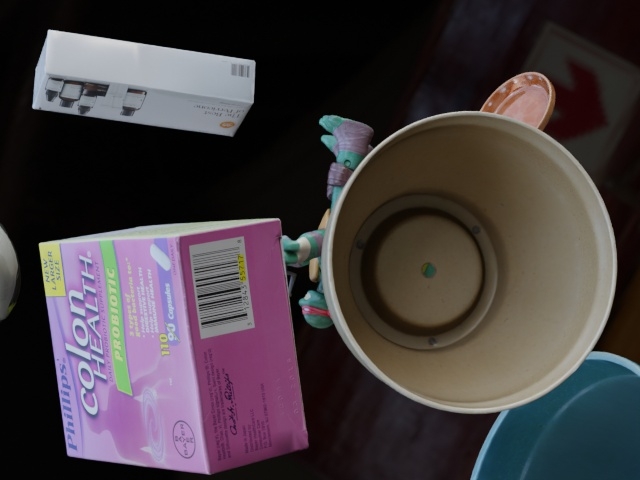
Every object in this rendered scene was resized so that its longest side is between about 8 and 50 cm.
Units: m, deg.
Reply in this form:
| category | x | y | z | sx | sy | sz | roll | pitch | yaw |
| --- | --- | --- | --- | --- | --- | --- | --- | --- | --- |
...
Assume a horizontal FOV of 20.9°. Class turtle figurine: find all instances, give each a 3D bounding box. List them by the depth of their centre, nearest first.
| category | x | y | z | sx | sy | sz | roll | pitch | yaw |
| --- | --- | --- | --- | --- | --- | --- | --- | --- | --- |
| turtle figurine | 0.000 | 0.000 | 1.755 | 0.175 | 0.118 | 0.234 | 151 | 136 | -72 |

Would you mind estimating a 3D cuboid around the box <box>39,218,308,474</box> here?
| category | x | y | z | sx | sy | sz | roll | pitch | yaw |
| --- | --- | --- | --- | --- | --- | --- | --- | --- | --- |
| box | -0.141 | 0.094 | 1.620 | 0.117 | 0.243 | 0.213 | -10 | -85 | -38 |

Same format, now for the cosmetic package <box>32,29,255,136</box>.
| category | x | y | z | sx | sy | sz | roll | pitch | yaw |
| --- | --- | --- | --- | --- | --- | --- | --- | --- | --- |
| cosmetic package | -0.202 | -0.176 | 1.985 | 0.099 | 0.239 | 0.060 | 131 | 143 | -65 |

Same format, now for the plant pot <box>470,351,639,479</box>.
| category | x | y | z | sx | sy | sz | roll | pitch | yaw |
| --- | --- | --- | --- | --- | --- | --- | --- | --- | --- |
| plant pot | 0.299 | 0.253 | 1.452 | 0.255 | 0.271 | 0.271 | 17 | -74 | -30 |

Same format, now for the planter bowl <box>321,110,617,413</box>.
| category | x | y | z | sx | sy | sz | roll | pitch | yaw |
| --- | --- | --- | --- | --- | --- | --- | --- | --- | --- |
| planter bowl | 0.072 | 0.016 | 0.977 | 0.162 | 0.162 | 0.109 | -52 | 6 | -11 |

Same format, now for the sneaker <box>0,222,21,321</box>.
| category | x | y | z | sx | sy | sz | roll | pitch | yaw |
| --- | --- | --- | --- | --- | --- | --- | --- | --- | --- |
| sneaker | -0.379 | 0.078 | 1.207 | 0.145 | 0.385 | 0.147 | 63 | -159 | -18 |

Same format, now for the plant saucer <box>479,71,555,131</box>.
| category | x | y | z | sx | sy | sz | roll | pitch | yaw |
| --- | --- | --- | --- | --- | --- | --- | --- | --- | --- |
| plant saucer | 0.162 | -0.102 | 1.446 | 0.013 | 0.083 | 0.083 | 35 | -93 | -33 |

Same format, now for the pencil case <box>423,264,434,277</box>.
| category | x | y | z | sx | sy | sz | roll | pitch | yaw |
| --- | --- | --- | --- | --- | --- | --- | --- | --- | --- |
| pencil case | 0.118 | 0.025 | 1.376 | 0.236 | 0.104 | 0.104 | 18 | -76 | -42 |
